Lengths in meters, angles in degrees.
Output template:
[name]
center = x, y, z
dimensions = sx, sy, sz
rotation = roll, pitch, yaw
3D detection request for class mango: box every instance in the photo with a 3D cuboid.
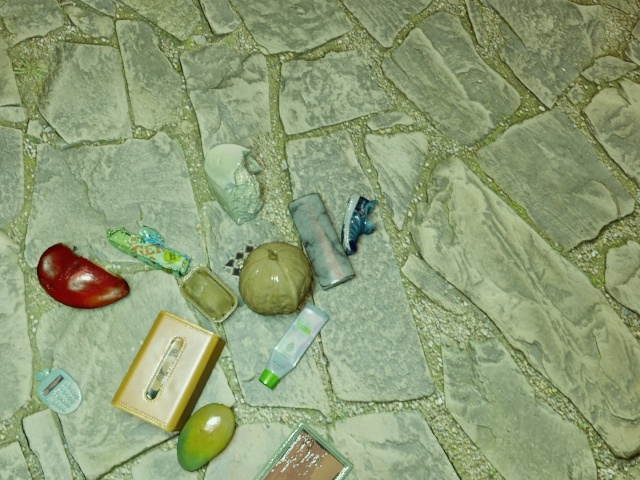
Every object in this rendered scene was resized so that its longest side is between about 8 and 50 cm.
[mango]
center = -0.314, 0.534, 1.385
dimensions = 0.130, 0.092, 0.195
rotation = 28, 81, 3

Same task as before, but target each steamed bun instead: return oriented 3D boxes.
[steamed bun]
center = -0.251, -0.188, 1.559
dimensions = 0.170, 0.225, 0.200
rotation = -33, 74, -14

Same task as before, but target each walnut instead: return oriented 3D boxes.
[walnut]
center = -0.129, 0.115, 1.468
dimensions = 0.227, 0.228, 0.228
rotation = 1, 71, -3

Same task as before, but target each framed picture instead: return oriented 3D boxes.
[framed picture]
center = -0.059, 0.655, 1.395
dimensions = 0.197, 0.014, 0.252
rotation = 39, 73, 9

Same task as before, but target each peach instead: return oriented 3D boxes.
[peach]
center = -0.698, 0.121, 1.472
dimensions = 0.267, 0.159, 0.154
rotation = 31, 78, 5

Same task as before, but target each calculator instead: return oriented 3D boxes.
[calculator]
center = -0.738, 0.419, 1.430
dimensions = 0.153, 0.021, 0.095
rotation = 40, 73, 9

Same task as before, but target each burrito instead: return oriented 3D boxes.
[burrito]
center = -0.517, 0.021, 1.562
dimensions = 0.288, 0.054, 0.104
rotation = 23, 71, 4

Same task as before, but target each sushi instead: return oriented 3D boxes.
[sushi]
center = -0.220, 0.074, 1.577
dimensions = 0.120, 0.026, 0.126
rotation = 41, 73, 11

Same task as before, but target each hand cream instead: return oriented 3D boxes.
[hand cream]
center = -0.080, 0.311, 1.501
dimensions = 0.079, 0.050, 0.275
rotation = 44, 67, -17

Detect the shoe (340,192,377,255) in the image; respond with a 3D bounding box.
[shoe]
center = 0.121, -0.049, 1.605
dimensions = 0.106, 0.091, 0.207
rotation = 16, 70, 2

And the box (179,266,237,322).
[box]
center = -0.328, 0.161, 1.500
dimensions = 0.177, 0.111, 0.111
rotation = 40, 73, 10

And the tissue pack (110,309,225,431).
[tissue pack]
center = -0.413, 0.360, 1.408
dimensions = 0.194, 0.145, 0.275
rotation = 23, 72, 3

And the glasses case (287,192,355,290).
[glasses case]
center = 0.000, 0.000, 1.595
dimensions = 0.114, 0.060, 0.299
rotation = -24, 74, -2
